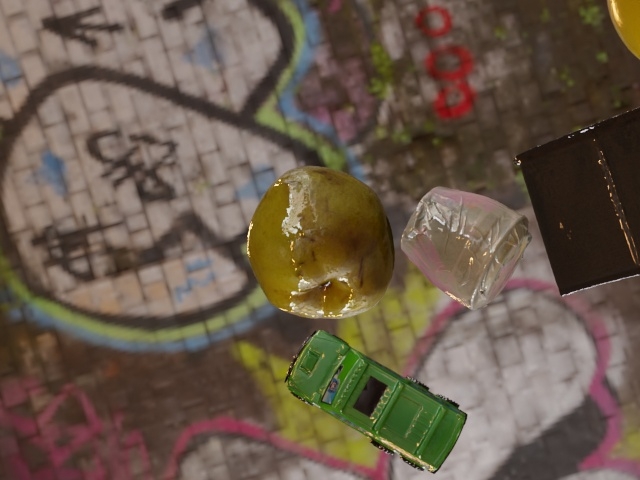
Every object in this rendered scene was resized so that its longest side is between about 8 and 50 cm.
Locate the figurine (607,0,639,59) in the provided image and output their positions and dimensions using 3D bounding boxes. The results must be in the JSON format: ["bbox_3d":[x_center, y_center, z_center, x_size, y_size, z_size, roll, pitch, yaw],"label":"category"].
[{"bbox_3d":[0.462,-0.304,1.420,0.187,0.343,0.215,54,-156,-17],"label":"figurine"}]

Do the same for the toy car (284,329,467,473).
[{"bbox_3d":[0.050,0.142,1.211,0.165,0.071,0.062,30,174,1],"label":"toy car"}]

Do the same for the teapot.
[{"bbox_3d":[0.229,-0.017,2.109,0.178,0.221,0.163,32,140,17],"label":"teapot"}]

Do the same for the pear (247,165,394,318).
[{"bbox_3d":[0.000,0.000,1.734,0.200,0.200,0.200,-17,-90,-88],"label":"pear"}]

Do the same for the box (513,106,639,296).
[{"bbox_3d":[0.465,-0.076,1.854,0.345,0.251,0.204,-16,-93,-54],"label":"box"}]
